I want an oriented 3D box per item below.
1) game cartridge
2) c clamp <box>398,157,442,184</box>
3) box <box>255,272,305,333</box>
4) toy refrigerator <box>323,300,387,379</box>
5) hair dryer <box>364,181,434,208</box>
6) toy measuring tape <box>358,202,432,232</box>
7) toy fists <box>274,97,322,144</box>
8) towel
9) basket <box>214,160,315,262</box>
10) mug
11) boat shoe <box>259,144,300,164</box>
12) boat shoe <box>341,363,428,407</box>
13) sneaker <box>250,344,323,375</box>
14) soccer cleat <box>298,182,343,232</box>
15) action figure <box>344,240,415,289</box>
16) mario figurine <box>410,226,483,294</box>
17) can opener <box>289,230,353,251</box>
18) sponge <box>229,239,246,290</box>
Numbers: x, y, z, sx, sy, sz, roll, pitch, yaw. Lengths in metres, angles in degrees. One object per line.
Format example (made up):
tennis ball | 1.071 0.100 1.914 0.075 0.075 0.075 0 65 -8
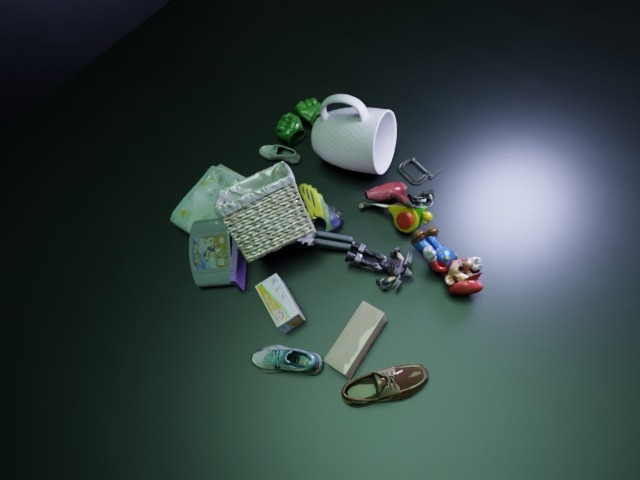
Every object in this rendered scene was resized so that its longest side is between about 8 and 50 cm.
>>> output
game cartridge | -0.476 0.054 1.846 0.197 0.062 0.298 -6 85 6
c clamp | 0.438 -0.317 1.894 0.137 0.022 0.160 -44 65 -4
box | -0.162 0.254 1.699 0.103 0.114 0.203 -32 63 -3
toy refrigerator | 0.137 0.376 1.588 0.102 0.094 0.270 27 72 30
hair dryer | 0.329 -0.196 1.765 0.293 0.223 0.080 3 108 21
toy measuring tape | 0.312 -0.096 1.780 0.329 0.121 0.122 7 66 34
toy fists | -0.106 -0.607 2.112 0.279 0.096 0.142 -42 62 -7
towel | -0.484 -0.168 1.989 0.320 0.090 0.375 27 73 23
basket | -0.229 -0.123 1.729 0.331 0.267 0.328 -24 22 -2
mug | 0.125 -0.480 1.845 0.327 0.374 0.276 14 63 26
boat shoe | -0.204 -0.438 2.063 0.226 0.076 0.083 13 68 18
boat shoe | 0.226 0.512 1.485 0.324 0.116 0.123 -20 62 3
sneaker | -0.136 0.443 1.597 0.282 0.122 0.110 -1 64 12
soccer cleat | -0.024 -0.147 1.875 0.121 0.093 0.289 -42 63 -3
action figure | 0.248 0.092 1.700 0.284 0.099 0.185 23 64 17
mario figurine | 0.505 0.064 1.612 0.198 0.170 0.321 -34 61 -7
can opener | 0.000 0.000 1.809 0.280 0.093 0.074 7 64 7
sponge | -0.352 0.100 1.814 0.031 0.117 0.210 -5 63 9
